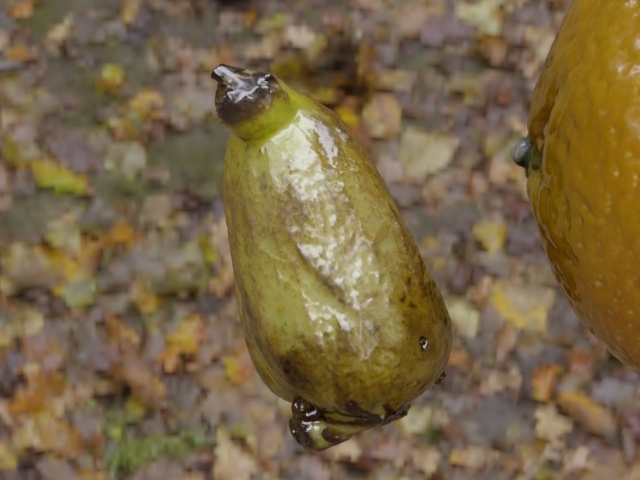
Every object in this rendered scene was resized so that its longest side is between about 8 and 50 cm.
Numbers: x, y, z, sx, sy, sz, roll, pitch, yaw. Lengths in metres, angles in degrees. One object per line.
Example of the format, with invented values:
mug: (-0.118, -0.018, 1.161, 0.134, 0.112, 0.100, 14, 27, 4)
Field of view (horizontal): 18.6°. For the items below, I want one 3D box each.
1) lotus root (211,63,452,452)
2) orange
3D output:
lotus root: (0.000, 0.000, 0.923, 0.108, 0.191, 0.094, -2, 19, 44)
orange: (0.213, -0.040, 0.833, 0.264, 0.264, 0.264, 1, 51, -2)
